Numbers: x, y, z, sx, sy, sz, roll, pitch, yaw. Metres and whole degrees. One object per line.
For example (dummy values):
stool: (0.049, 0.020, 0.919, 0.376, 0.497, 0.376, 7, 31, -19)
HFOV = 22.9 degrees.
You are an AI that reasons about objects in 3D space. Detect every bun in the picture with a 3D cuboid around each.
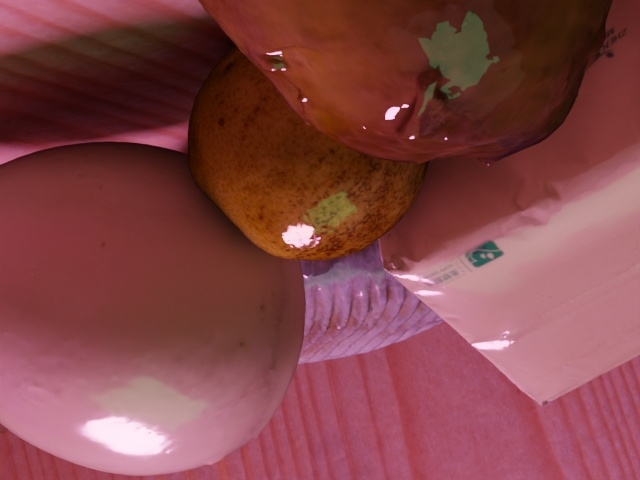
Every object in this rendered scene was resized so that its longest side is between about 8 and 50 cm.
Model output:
bun: (0.000, 0.000, 1.637, 0.361, 0.211, 0.362, -13, 164, -4)

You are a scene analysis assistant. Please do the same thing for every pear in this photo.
pear: (-0.001, -0.088, 1.251, 0.197, 0.197, 0.197, -14, 170, -2)

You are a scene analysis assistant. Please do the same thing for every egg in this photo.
egg: (-0.171, 0.054, 1.333, 0.283, 0.283, 0.345, -23, 151, 40)

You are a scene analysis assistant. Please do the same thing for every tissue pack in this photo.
tissue pack: (0.264, -0.058, 1.369, 0.380, 0.207, 0.297, -32, 136, 22)

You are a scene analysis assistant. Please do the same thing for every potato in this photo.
potato: (0.046, -0.159, 0.749, 0.300, 0.237, 0.288, -20, 169, 26)
